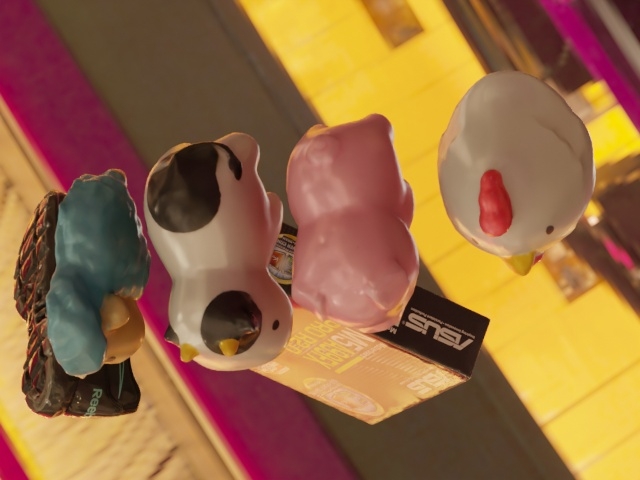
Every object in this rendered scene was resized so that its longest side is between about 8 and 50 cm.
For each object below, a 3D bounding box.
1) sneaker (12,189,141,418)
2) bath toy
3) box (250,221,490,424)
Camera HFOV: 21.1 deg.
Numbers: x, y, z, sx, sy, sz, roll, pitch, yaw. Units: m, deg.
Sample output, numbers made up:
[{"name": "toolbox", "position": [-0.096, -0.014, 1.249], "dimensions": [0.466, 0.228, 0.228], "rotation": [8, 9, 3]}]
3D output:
[{"name": "sneaker", "position": [-0.236, 0.066, 1.671], "dimensions": [0.101, 0.106, 0.267], "rotation": [-54, 35, 41]}, {"name": "bath toy", "position": [0.000, 0.000, 1.069], "dimensions": [0.129, 0.348, 0.151], "rotation": [-64, -44, -61]}, {"name": "box", "position": [0.001, 0.077, 1.527], "dimensions": [0.216, 0.060, 0.270], "rotation": [26, 160, -10]}]
